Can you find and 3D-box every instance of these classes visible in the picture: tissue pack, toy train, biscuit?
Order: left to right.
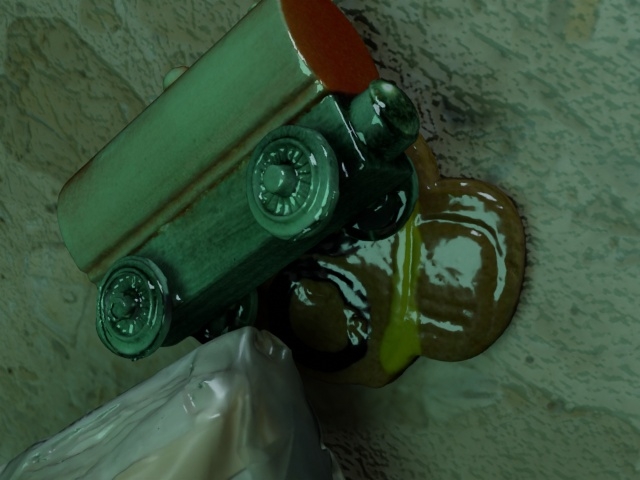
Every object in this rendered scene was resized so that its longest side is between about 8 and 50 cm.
[{"bbox_3d":[-0.118,0.293,0.720,0.376,0.195,0.390,-24,105,-5],"label":"tissue pack"},{"bbox_3d":[-0.065,-0.038,0.708,0.285,0.116,0.177,-36,68,33],"label":"toy train"},{"bbox_3d":[0.000,0.000,0.759,0.290,0.041,0.208,9,105,26],"label":"biscuit"}]
